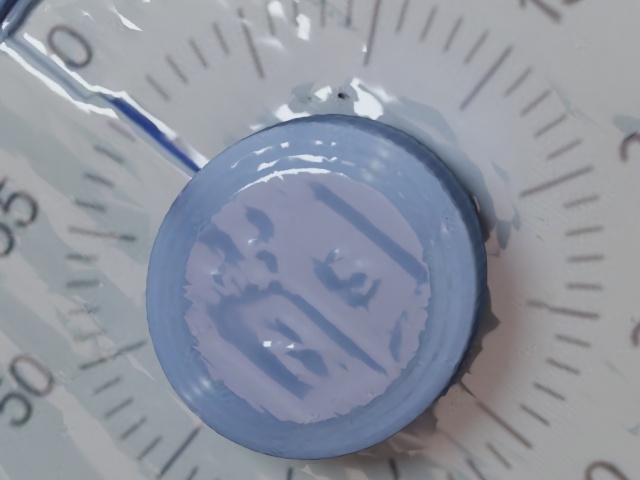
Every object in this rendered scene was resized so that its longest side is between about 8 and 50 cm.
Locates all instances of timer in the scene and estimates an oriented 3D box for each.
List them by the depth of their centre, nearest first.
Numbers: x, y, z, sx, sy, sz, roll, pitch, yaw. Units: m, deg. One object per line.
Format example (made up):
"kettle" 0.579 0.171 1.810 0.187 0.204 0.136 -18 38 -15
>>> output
"timer" 0.000 0.000 0.669 0.395 0.173 0.395 2 100 12
